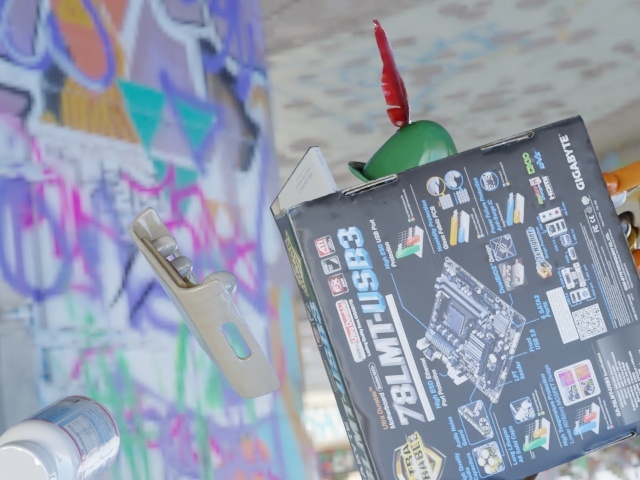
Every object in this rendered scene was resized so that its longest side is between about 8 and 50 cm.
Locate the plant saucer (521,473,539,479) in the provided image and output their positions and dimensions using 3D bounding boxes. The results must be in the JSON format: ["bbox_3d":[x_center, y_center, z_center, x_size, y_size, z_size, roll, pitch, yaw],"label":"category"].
[{"bbox_3d":[0.142,0.257,1.596,0.198,0.036,0.198,1,-164,0],"label":"plant saucer"}]

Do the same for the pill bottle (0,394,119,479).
[{"bbox_3d":[-0.253,0.203,1.349,0.087,0.087,0.160,-10,-176,14],"label":"pill bottle"}]

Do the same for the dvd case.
[{"bbox_3d":[0.000,0.000,2.342,0.022,0.253,0.180,-7,151,-32],"label":"dvd case"}]

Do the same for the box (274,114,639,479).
[{"bbox_3d":[0.143,0.068,1.294,0.293,0.295,0.073,-19,177,-12],"label":"box"}]

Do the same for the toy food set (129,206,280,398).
[{"bbox_3d":[-0.173,0.088,2.217,0.092,0.220,0.306,-33,-148,-8],"label":"toy food set"}]

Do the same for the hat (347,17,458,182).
[{"bbox_3d":[0.141,-0.137,1.760,0.173,0.183,0.208,30,-168,28],"label":"hat"}]

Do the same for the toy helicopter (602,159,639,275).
[{"bbox_3d":[0.509,-0.094,2.330,0.140,0.355,0.235,36,-174,40],"label":"toy helicopter"}]
